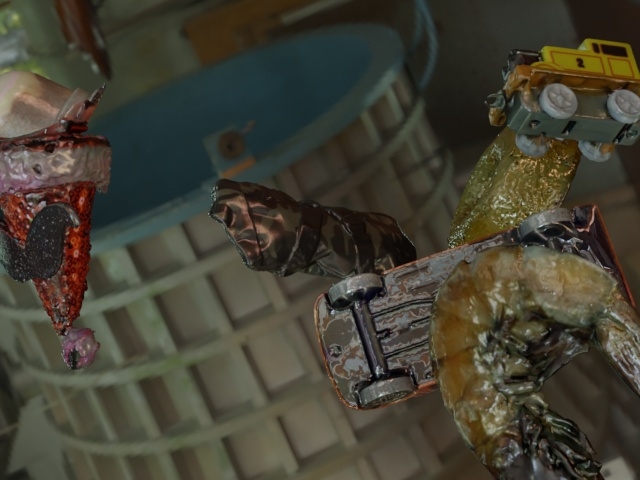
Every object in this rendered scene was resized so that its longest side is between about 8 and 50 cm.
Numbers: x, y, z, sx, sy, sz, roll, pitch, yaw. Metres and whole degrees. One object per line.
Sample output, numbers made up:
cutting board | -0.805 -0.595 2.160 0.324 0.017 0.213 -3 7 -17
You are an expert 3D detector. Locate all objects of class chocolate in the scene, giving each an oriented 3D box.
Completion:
chocolate | -0.395 -0.153 1.720 0.147 0.221 0.221 30 -166 -19

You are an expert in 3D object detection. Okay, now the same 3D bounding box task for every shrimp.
shrimp | 0.230 0.159 1.118 0.071 0.233 0.365 -14 -122 -46

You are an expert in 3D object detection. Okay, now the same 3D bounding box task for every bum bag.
bum bag | 0.000 0.000 1.775 0.340 0.095 0.144 13 -136 -32

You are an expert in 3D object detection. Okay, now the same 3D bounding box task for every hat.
hat | -0.243 0.004 1.142 0.129 0.140 0.228 -1 -99 -72

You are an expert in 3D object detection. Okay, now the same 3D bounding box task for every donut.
donut | 0.279 -0.067 1.957 0.107 0.272 0.272 31 -174 -6

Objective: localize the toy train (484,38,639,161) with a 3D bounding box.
toy train | 0.280 -0.163 1.419 0.089 0.219 0.127 115 154 -53

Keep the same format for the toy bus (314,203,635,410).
toy bus | 0.165 0.082 1.400 0.153 0.329 0.143 52 -161 -70
